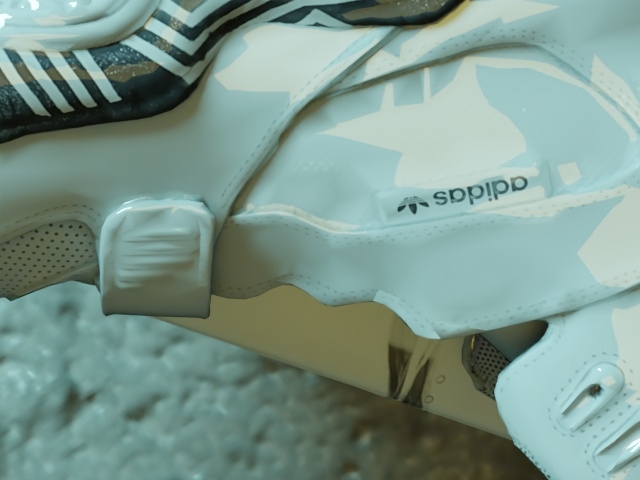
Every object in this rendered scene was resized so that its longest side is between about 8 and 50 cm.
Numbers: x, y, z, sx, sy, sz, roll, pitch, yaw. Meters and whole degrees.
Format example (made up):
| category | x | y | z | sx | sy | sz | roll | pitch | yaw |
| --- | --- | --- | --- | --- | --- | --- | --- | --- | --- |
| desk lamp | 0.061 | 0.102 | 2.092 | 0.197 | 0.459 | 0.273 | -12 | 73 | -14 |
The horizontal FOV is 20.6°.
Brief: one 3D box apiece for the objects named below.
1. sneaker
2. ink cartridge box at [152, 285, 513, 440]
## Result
| category | x | y | z | sx | sy | sz | roll | pitch | yaw |
| --- | --- | --- | --- | --- | --- | --- | --- | --- | --- |
| sneaker | 0.000 | 0.000 | 0.537 | 0.365 | 0.137 | 0.210 | -25 | 97 | 2 |
| ink cartridge box | 0.083 | -0.035 | 0.659 | 0.272 | 0.114 | 0.197 | 19 | 101 | -5 |
